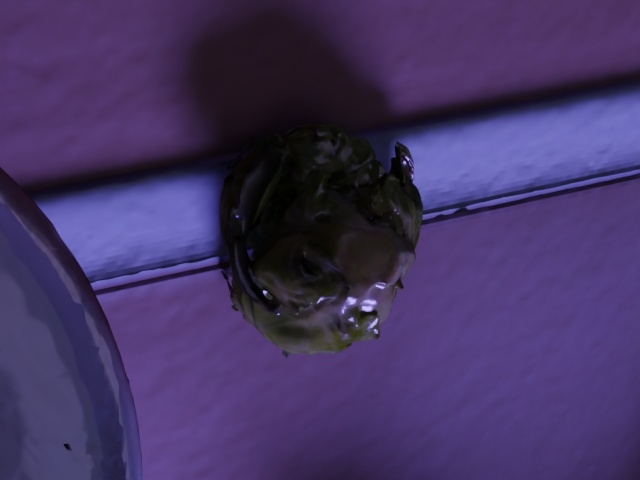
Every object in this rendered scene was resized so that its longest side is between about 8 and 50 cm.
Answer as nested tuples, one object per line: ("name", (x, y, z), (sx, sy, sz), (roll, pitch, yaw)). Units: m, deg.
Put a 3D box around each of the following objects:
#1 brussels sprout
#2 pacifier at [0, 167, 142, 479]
("brussels sprout", (0.000, 0.000, 0.606), (0.085, 0.058, 0.085), (-4, 102, -19))
("pacifier", (-0.190, 0.109, 0.464), (0.220, 0.273, 0.332), (28, 97, -51))
